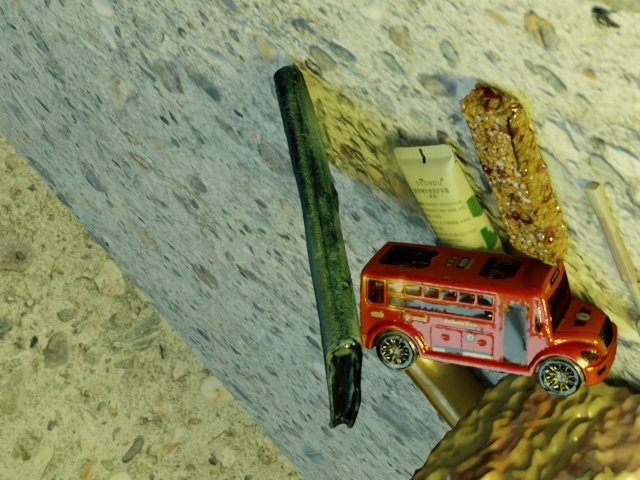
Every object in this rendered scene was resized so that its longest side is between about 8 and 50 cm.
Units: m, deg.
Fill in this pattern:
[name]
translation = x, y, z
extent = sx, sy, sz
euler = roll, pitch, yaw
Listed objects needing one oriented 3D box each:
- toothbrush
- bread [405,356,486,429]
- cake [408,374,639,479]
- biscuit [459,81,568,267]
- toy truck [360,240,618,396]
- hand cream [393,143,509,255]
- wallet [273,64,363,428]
[toothbrush]
translation = 0.277, 0.023, 1.027
extent = 0.014, 0.017, 0.194
euler = 16, 142, 48
[bread]
translation = 0.192, 0.216, 1.529
extent = 0.239, 0.074, 0.092
euler = 51, 178, -7
[cake]
translation = 0.282, 0.329, 1.216
extent = 0.307, 0.314, 0.293
euler = 0, 134, 54
[biscuit]
translation = 0.182, -0.058, 1.037
extent = 0.064, 0.034, 0.199
euler = 28, 153, 44
[toy truck]
translation = 0.169, 0.072, 1.131
extent = 0.253, 0.107, 0.114
euler = 6, 115, 23
[hand cream]
translation = 0.167, 0.013, 1.199
extent = 0.095, 0.059, 0.276
euler = 4, 130, 55
[wallet]
translation = 0.000, 0.000, 1.221
extent = 0.191, 0.046, 0.379
euler = 84, 176, -55
